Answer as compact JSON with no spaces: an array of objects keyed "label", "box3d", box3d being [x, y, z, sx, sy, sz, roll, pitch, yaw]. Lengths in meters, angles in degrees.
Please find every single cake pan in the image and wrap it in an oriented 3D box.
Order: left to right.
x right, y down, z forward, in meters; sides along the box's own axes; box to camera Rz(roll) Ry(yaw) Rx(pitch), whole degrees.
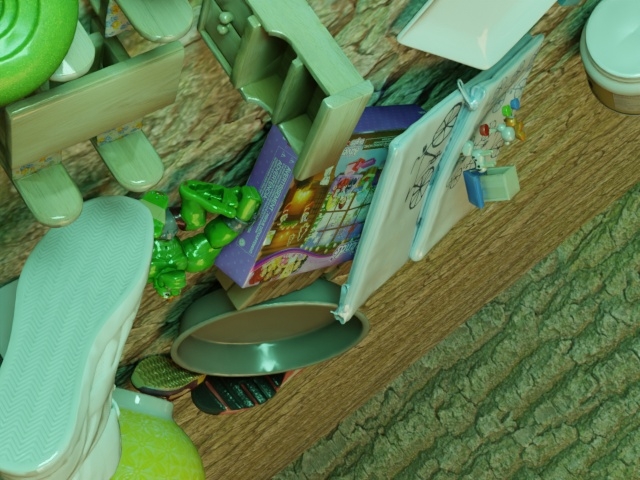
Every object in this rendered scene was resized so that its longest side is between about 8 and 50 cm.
[{"label":"cake pan","box3d":[-0.076,0.127,1.587,0.293,0.054,0.293,-8,156,-4]}]

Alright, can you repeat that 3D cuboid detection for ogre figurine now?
[{"label":"ogre figurine","box3d":[-0.161,-0.003,1.138,0.197,0.097,0.118,-31,156,-43]}]

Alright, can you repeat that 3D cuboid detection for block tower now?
[{"label":"block tower","box3d":[0.000,0.000,1.483,0.335,0.091,0.097,-15,156,-52]}]

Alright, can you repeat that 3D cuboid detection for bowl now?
[{"label":"bowl","box3d":[-0.293,0.303,1.606,0.289,0.289,0.156,65,38,-74]}]

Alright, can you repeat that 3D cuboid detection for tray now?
[{"label":"tray","box3d":[0.203,-0.286,1.099,0.145,0.030,0.270,8,139,-38]}]

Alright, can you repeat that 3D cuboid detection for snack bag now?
[{"label":"snack bag","box3d":[0.154,-0.079,1.396,0.342,0.037,0.323,-39,156,-40]}]

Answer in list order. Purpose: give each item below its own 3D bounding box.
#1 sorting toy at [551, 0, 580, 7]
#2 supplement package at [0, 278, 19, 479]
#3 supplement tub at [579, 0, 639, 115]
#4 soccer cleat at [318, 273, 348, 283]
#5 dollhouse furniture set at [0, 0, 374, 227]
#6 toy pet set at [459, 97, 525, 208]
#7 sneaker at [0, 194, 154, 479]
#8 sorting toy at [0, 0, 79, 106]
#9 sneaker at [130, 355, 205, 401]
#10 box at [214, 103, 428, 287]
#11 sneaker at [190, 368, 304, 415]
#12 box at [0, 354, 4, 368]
[{"label":"sorting toy","box3d":[0.277,-0.310,1.205,0.196,0.047,0.347,-22,160,-39]},{"label":"supplement package","box3d":[-0.329,0.185,1.159,0.149,0.194,0.203,-28,164,-19]},{"label":"supplement tub","box3d":[0.437,-0.260,1.502,0.144,0.144,0.200,-37,164,10]},{"label":"soccer cleat","box3d":[-0.006,0.050,1.648,0.196,0.068,0.076,-37,-166,-12]},{"label":"dollhouse furniture set","box3d":[-0.111,-0.102,0.810,0.242,0.161,0.212,-27,163,-26]},{"label":"toy pet set","box3d":[0.209,-0.107,1.367,0.065,0.114,0.122,-3,-160,33]},{"label":"sneaker","box3d":[-0.223,0.111,0.995,0.169,0.108,0.292,93,10,-54]},{"label":"sorting toy","box3d":[-0.197,-0.115,0.579,0.365,0.127,0.126,-28,-153,-21]},{"label":"sneaker","box3d":[-0.243,0.224,1.692,0.084,0.069,0.185,-47,160,22]},{"label":"box","box3d":[0.018,-0.060,1.292,0.293,0.057,0.201,-13,136,-53]},{"label":"sneaker","box3d":[-0.087,0.227,1.941,0.314,0.116,0.136,-29,165,-19]},{"label":"box","box3d":[-0.375,0.088,0.871,0.165,0.143,0.270,-33,164,-9]}]
